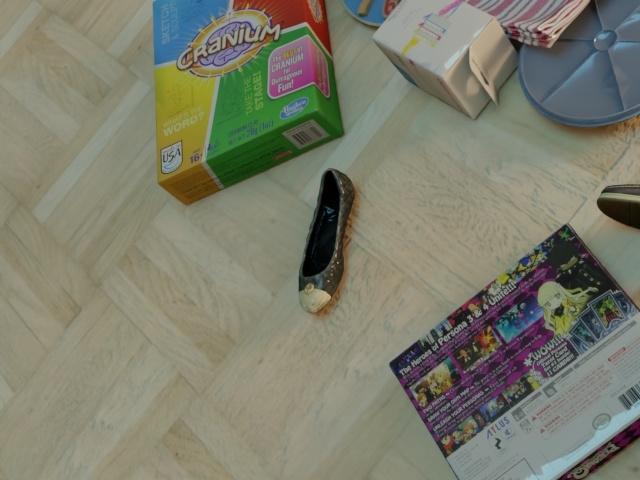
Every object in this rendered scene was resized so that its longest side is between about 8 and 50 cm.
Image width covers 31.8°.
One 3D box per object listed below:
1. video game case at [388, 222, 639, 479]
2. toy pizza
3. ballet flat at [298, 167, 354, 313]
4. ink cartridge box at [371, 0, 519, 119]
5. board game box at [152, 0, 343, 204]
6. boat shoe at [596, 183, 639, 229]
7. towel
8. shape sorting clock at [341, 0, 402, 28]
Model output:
[{"bbox_3d":[0.205,0.128,1.068,0.232,0.042,0.210,-40,50,9],"label":"video game case"},{"bbox_3d":[0.307,-0.204,1.189,0.201,0.032,0.201,-16,57,27],"label":"toy pizza"},{"bbox_3d":[0.000,0.000,1.274,0.057,0.049,0.173,-5,63,34],"label":"ballet flat"},{"bbox_3d":[0.148,-0.211,1.263,0.090,0.092,0.143,-51,50,-1],"label":"ink cartridge box"},{"bbox_3d":[-0.104,-0.230,1.463,0.242,0.064,0.316,-23,54,23],"label":"board game box"},{"bbox_3d":[0.341,-0.037,1.064,0.152,0.056,0.049,9,66,27],"label":"boat shoe"},{"bbox_3d":[0.239,-0.291,1.255,0.144,0.029,0.197,-50,33,-3],"label":"towel"},{"bbox_3d":[0.108,-0.359,1.406,0.206,0.040,0.206,-17,57,27],"label":"shape sorting clock"}]
